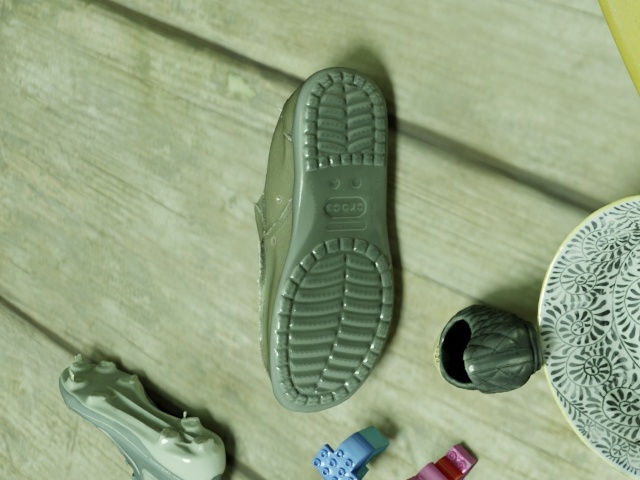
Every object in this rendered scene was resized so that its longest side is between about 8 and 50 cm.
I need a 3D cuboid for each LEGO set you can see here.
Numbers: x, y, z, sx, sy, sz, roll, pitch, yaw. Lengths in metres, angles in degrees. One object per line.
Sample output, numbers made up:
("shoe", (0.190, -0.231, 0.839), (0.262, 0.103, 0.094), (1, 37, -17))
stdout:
("LEGO set", (-0.001, 0.218, 0.947), (0.087, 0.093, 0.227), (44, 114, 21))

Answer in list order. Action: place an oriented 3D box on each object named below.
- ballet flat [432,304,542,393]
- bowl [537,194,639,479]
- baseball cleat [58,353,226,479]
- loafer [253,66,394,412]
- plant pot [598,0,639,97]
("ballet flat", (0.096, 0.070, 0.848), (0.173, 0.049, 0.057), (143, 118, -79))
("bowl", (0.217, 0.053, 0.754), (0.170, 0.080, 0.170), (8, 102, 42))
("baseball cleat", (-0.164, 0.181, 1.150), (0.206, 0.072, 0.109), (26, 121, 42))
("loafer", (0.000, 0.000, 0.962), (0.087, 0.094, 0.251), (-165, 81, -67))
("plant pot", (0.252, -0.145, 0.617), (0.212, 0.212, 0.187), (10, 117, 42))
